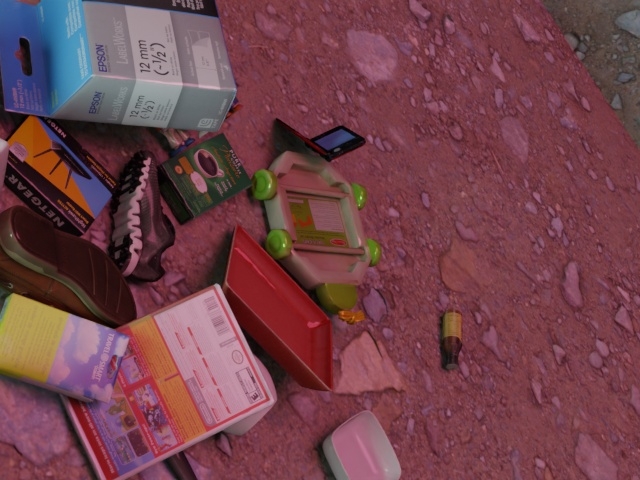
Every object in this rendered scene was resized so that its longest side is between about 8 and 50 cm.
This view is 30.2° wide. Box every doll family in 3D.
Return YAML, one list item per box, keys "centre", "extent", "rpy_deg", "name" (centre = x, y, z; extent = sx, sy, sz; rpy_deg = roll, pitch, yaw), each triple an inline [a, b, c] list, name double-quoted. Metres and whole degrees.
- centre: [-0.220, -0.277, 2.090]
  extent: [0.163, 0.118, 0.263]
  rpy_deg: [55, 39, -8]
  name: "doll family"

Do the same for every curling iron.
- centre: [-0.226, 0.296, 1.796]
  extent: [0.068, 0.035, 0.274]
  rpy_deg: [-24, 86, -52]
  name: "curling iron"

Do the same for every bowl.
- centre: [0.065, 0.380, 2.055]
  extent: [0.142, 0.053, 0.142]
  rpy_deg: [-24, 85, -52]
  name: "bowl"

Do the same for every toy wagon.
- centre: [0.000, 0.000, 2.207]
  extent: [0.267, 0.068, 0.344]
  rpy_deg: [6, 64, -46]
  name: "toy wagon"

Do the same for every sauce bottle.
- centre: [0.267, 0.202, 2.401]
  extent: [0.042, 0.042, 0.128]
  rpy_deg: [31, 49, -33]
  name: "sauce bottle"

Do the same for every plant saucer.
- centre: [-0.079, 0.119, 1.998]
  extent: [0.259, 0.048, 0.258]
  rpy_deg: [48, 15, -17]
  name: "plant saucer"

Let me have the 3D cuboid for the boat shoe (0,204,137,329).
- centre: [-0.389, 0.050, 1.718]
  extent: [0.307, 0.104, 0.110]
  rpy_deg: [46, 27, -46]
  name: "boat shoe"

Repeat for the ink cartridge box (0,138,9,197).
- centre: [-0.563, -0.063, 1.520]
  extent: [0.201, 0.117, 0.278]
  rpy_deg: [28, 42, 4]
  name: "ink cartridge box"

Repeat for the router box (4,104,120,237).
- centre: [-0.410, -0.102, 1.829]
  extent: [0.179, 0.046, 0.133]
  rpy_deg: [45, 41, -19]
  name: "router box"

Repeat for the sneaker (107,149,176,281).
- centre: [-0.281, -0.032, 1.910]
  extent: [0.106, 0.078, 0.234]
  rpy_deg: [28, 52, -38]
  name: "sneaker"

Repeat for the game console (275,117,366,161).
- centre: [0.000, -0.210, 2.269]
  extent: [0.085, 0.124, 0.144]
  rpy_deg: [68, -11, -23]
  name: "game console"

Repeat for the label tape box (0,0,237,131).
- centre: [-0.328, -0.312, 1.894]
  extent: [0.348, 0.115, 0.249]
  rpy_deg: [4, 53, -26]
  name: "label tape box"

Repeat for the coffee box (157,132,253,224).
- centre: [-0.205, -0.109, 2.066]
  extent: [0.113, 0.040, 0.184]
  rpy_deg: [58, 39, -4]
  name: "coffee box"

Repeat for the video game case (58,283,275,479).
- centre: [-0.233, 0.210, 1.745]
  extent: [0.285, 0.025, 0.204]
  rpy_deg: [-24, 85, -24]
  name: "video game case"

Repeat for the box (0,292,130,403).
- centre: [-0.369, 0.155, 1.664]
  extent: [0.178, 0.042, 0.109]
  rpy_deg: [23, 69, -21]
  name: "box"

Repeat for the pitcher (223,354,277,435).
- centre: [-0.160, 0.196, 1.878]
  extent: [0.207, 0.125, 0.178]
  rpy_deg: [46, 24, -1]
  name: "pitcher"
